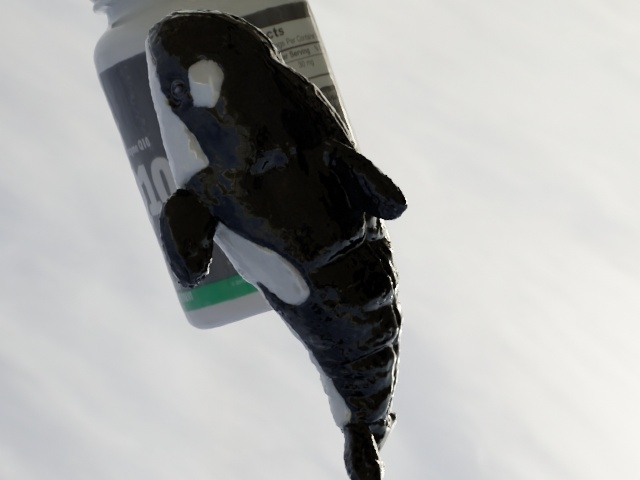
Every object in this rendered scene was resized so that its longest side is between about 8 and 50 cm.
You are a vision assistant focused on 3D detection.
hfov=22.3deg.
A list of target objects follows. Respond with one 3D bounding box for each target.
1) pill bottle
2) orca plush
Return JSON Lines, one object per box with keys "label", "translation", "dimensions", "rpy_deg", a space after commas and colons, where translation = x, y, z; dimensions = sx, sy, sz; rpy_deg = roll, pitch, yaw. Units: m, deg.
{"label": "pill bottle", "translation": [-0.083, -0.119, 1.464], "dimensions": [0.204, 0.204, 0.361], "rpy_deg": [-24, -85, -65]}
{"label": "orca plush", "translation": [0.000, 0.000, 0.901], "dimensions": [0.151, 0.287, 0.102], "rpy_deg": [-18, -175, -43]}
